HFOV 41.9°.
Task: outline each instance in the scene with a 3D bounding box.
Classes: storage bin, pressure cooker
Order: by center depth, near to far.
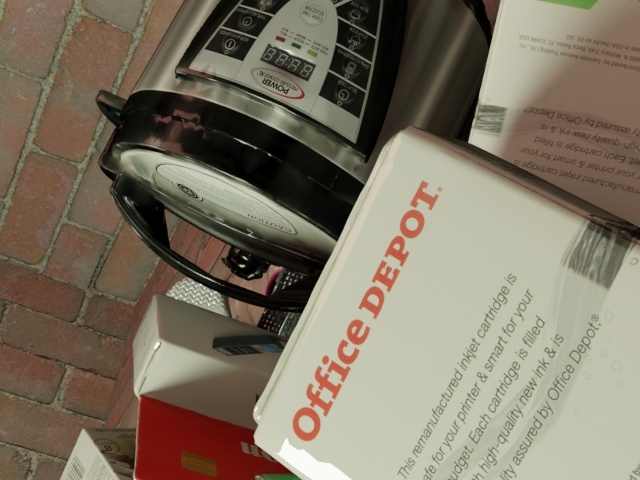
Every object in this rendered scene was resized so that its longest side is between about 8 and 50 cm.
[{"bbox_3d":[-0.028,-0.128,0.980,0.370,0.376,0.420,12,71,51],"label":"pressure cooker"},{"bbox_3d":[-0.032,0.125,1.217,0.180,0.084,0.122,-66,17,12],"label":"storage bin"}]

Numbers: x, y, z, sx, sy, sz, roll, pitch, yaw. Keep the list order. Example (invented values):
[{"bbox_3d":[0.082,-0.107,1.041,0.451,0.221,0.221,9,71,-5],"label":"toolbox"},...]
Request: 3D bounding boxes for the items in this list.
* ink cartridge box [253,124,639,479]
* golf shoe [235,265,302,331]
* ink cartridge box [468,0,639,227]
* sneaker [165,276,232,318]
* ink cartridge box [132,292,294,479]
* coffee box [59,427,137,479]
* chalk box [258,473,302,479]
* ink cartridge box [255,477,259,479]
[{"bbox_3d":[0.128,0.087,0.431,0.114,0.273,0.196,-2,-59,-63],"label":"ink cartridge box"},{"bbox_3d":[-0.040,0.012,1.371,0.140,0.115,0.306,24,99,63],"label":"golf shoe"},{"bbox_3d":[0.187,-0.082,0.548,0.092,0.160,0.219,-30,-46,-67],"label":"ink cartridge box"},{"bbox_3d":[-0.180,0.223,1.296,0.210,0.138,0.365,-48,-40,-81],"label":"sneaker"},{"bbox_3d":[-0.022,0.163,0.768,0.066,0.296,0.261,-66,17,9],"label":"ink cartridge box"},{"bbox_3d":[-0.185,0.366,1.043,0.297,0.168,0.118,36,106,42],"label":"coffee box"},{"bbox_3d":[0.065,0.191,0.605,0.132,0.213,0.132,-8,62,71],"label":"chalk box"},{"bbox_3d":[-0.087,0.339,1.151,0.198,0.067,0.115,-66,17,8],"label":"ink cartridge box"}]
